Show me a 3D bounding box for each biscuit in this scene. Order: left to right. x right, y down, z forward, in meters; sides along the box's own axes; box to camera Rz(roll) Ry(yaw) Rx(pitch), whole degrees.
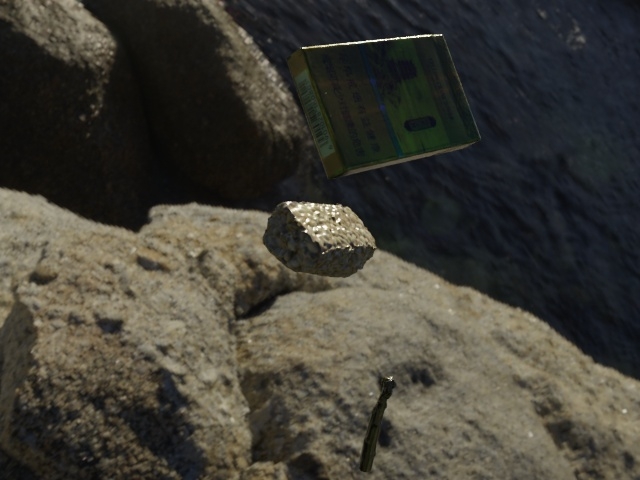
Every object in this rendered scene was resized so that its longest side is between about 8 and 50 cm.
[{"bbox_3d":[0.000,0.000,0.939,0.082,0.070,0.168,47,19,21],"label":"biscuit"}]

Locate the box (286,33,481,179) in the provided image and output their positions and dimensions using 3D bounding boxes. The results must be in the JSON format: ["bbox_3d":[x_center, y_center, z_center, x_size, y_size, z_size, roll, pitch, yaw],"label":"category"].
[{"bbox_3d":[0.067,-0.136,0.790,0.193,0.030,0.122,-16,85,-38],"label":"box"}]

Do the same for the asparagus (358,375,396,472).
[{"bbox_3d":[0.057,0.187,0.822,0.018,0.127,0.015,23,33,20],"label":"asparagus"}]
